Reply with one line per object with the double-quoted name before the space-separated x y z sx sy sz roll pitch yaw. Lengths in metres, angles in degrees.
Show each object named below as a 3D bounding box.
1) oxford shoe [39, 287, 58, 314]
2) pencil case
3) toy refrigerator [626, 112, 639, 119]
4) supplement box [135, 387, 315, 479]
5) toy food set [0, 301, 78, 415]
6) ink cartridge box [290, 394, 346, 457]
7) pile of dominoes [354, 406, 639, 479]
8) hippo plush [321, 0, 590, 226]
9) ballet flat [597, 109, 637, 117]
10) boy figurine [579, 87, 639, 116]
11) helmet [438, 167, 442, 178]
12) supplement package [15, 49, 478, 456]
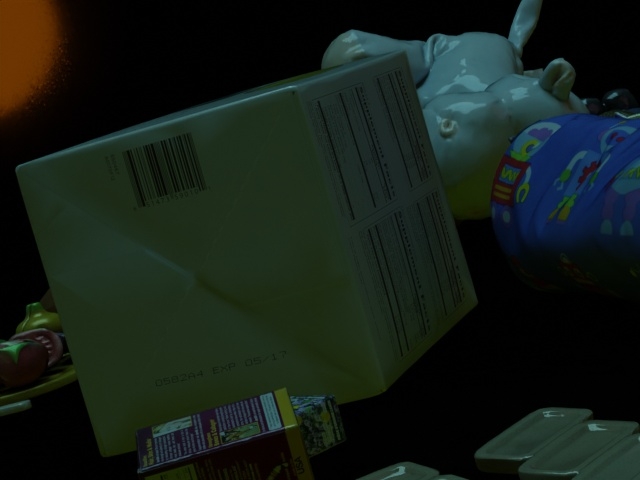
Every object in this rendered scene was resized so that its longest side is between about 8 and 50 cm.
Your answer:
"oxford shoe" -0.240 0.043 2.104 0.076 0.076 0.212 -25 0 26
"pencil case" 0.208 -0.022 1.215 0.133 0.119 0.306 -57 14 -6
"toy refrigerator" 0.372 -0.090 1.594 0.269 0.094 0.102 -13 6 18
"supplement box" -0.048 0.113 0.984 0.083 0.043 0.055 -15 19 -2
"toy food set" -0.259 0.094 1.637 0.128 0.071 0.218 -13 6 21
"ink cartridge box" -0.049 0.116 1.066 0.115 0.029 0.063 -20 8 -40
"pile of dominoes" 0.088 0.124 0.699 0.196 0.040 0.251 -18 14 -29
"hippo plush" 0.154 -0.084 1.847 0.294 0.234 0.236 -17 30 -23
"ballet flat" 0.299 -0.073 1.779 0.058 0.084 0.250 -42 17 -15
"boy figurine" 0.375 -0.128 1.981 0.177 0.092 0.285 -16 2 -30
"helmet" 0.026 -0.034 1.611 0.169 0.162 0.169 -13 -1 0
"supplement package" -0.038 0.000 1.307 0.199 0.198 0.262 -14 6 19
